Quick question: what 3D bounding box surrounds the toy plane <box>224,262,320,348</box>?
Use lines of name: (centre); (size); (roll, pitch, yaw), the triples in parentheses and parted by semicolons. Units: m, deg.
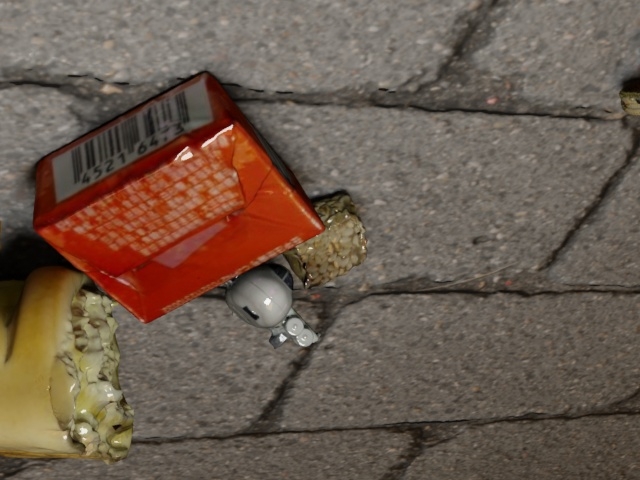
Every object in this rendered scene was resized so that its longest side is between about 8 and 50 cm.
toy plane: (-0.069, 0.060, 1.647); (0.080, 0.174, 0.174); (-47, 144, -6)

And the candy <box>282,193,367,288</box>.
candy: (0.000, 0.000, 1.652); (0.110, 0.085, 0.095); (-25, 138, -10)

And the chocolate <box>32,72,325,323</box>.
chocolate: (-0.151, -0.042, 1.500); (0.237, 0.108, 0.235); (-29, 144, 10)

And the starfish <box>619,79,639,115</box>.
starfish: (0.423, -0.205, 1.597); (0.146, 0.074, 0.190); (0, 139, -17)

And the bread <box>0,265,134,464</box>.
bread: (-0.335, 0.126, 1.532); (0.270, 0.211, 0.315); (2, 166, 8)
